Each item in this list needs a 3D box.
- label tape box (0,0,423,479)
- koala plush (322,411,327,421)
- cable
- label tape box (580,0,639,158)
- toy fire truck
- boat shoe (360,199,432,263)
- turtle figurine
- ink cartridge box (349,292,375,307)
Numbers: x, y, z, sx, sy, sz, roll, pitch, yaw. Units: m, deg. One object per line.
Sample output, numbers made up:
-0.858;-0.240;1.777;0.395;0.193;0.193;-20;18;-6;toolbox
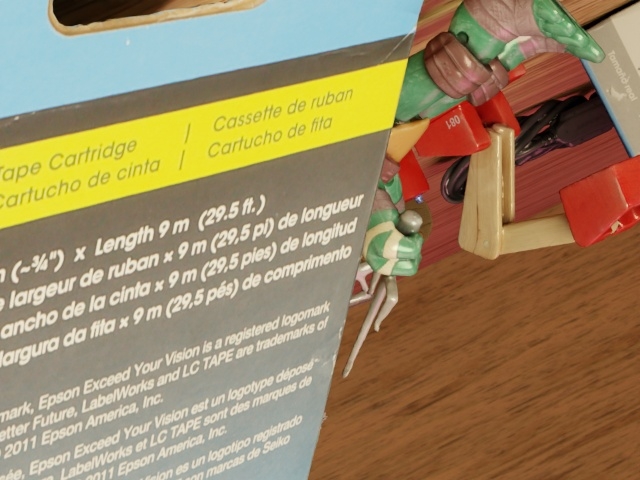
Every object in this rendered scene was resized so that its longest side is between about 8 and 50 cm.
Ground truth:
-0.101;0.020;0.598;0.240;0.106;0.334;-16;129;-45;label tape box
-0.100;0.150;1.857;0.221;0.196;0.203;-25;167;33;koala plush
0.172;-0.083;1.649;0.184;0.047;0.150;-27;-179;-22;cable
0.374;-0.099;1.245;0.347;0.249;0.115;-27;175;14;label tape box
0.090;-0.040;1.079;0.047;0.135;0.192;-21;173;-45;toy fire truck
0.000;0.001;1.511;0.178;0.064;0.060;-17;-179;-14;boat shoe
0.028;-0.036;0.930;0.234;0.118;0.175;-43;-173;11;turtle figurine
-0.153;0.090;1.524;0.307;0.072;0.303;-26;175;29;ink cartridge box
